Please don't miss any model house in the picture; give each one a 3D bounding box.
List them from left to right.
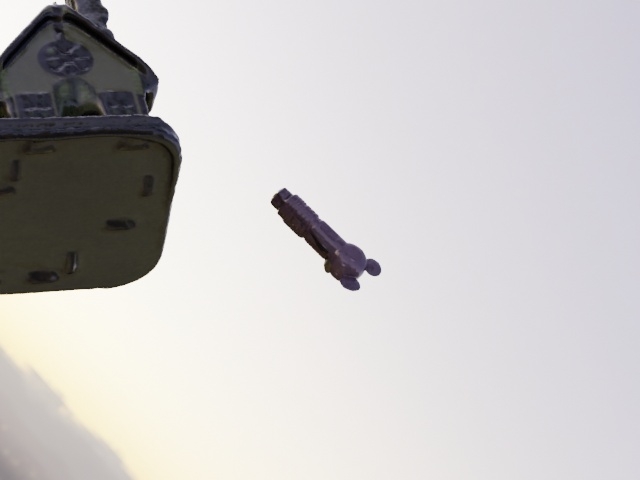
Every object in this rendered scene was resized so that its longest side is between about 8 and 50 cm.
[{"bbox_3d":[-0.257,-0.115,1.307,0.205,0.218,0.279,109,-30,-45],"label":"model house"}]

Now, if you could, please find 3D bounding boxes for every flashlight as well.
[{"bbox_3d":[0.000,0.000,1.307,0.110,0.052,0.031,44,-47,11],"label":"flashlight"}]
